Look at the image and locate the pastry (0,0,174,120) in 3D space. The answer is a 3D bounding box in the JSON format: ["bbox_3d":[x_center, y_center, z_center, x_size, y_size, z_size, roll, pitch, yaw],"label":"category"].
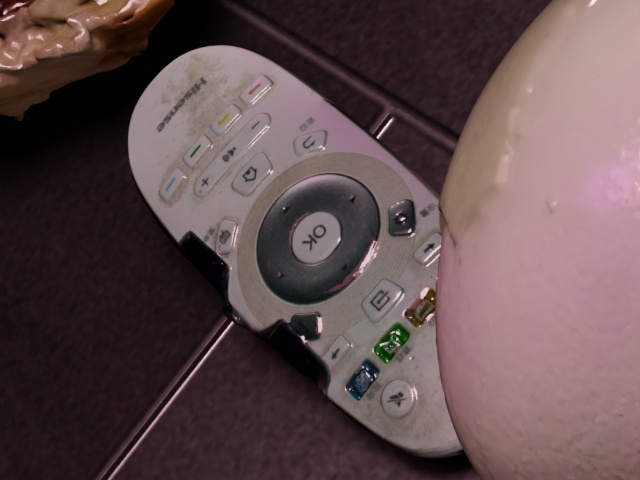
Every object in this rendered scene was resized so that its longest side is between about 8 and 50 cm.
[{"bbox_3d":[-0.167,-0.183,0.930,0.236,0.170,0.256,-8,76,3],"label":"pastry"}]

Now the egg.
[{"bbox_3d":[0.128,0.003,0.596,0.183,0.183,0.217,25,85,43],"label":"egg"}]

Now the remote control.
[{"bbox_3d":[-0.001,0.000,0.785,0.097,0.045,0.256,-47,50,5],"label":"remote control"}]
